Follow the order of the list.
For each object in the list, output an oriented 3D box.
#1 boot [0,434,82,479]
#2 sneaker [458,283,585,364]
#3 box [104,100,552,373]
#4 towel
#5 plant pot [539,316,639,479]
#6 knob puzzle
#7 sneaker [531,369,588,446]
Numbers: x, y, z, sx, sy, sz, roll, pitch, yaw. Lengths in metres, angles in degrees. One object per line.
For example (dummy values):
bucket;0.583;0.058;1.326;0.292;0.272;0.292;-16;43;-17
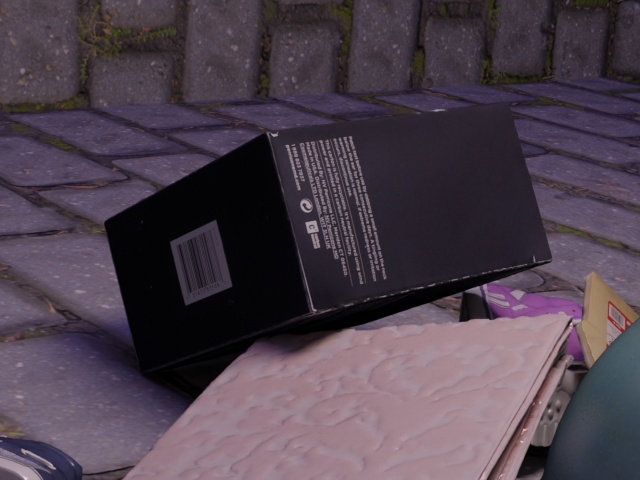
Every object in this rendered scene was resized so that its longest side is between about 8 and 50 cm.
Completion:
boot;-0.302;0.191;1.284;0.190;0.069;0.086;18;12;19
sneaker;0.230;0.107;1.655;0.161;0.102;0.282;9;15;6
box;0.000;0.000;1.566;0.312;0.179;0.343;-9;-8;-37
towel;0.020;0.162;1.236;0.331;0.053;0.317;-7;22;29
plant pot;0.316;0.140;1.108;0.293;0.196;0.293;10;7;-1
knob puzzle;0.309;0.147;1.474;0.030;0.213;0.213;-36;-7;31
sneaker;0.192;0.153;1.447;0.094;0.090;0.235;1;-12;39
